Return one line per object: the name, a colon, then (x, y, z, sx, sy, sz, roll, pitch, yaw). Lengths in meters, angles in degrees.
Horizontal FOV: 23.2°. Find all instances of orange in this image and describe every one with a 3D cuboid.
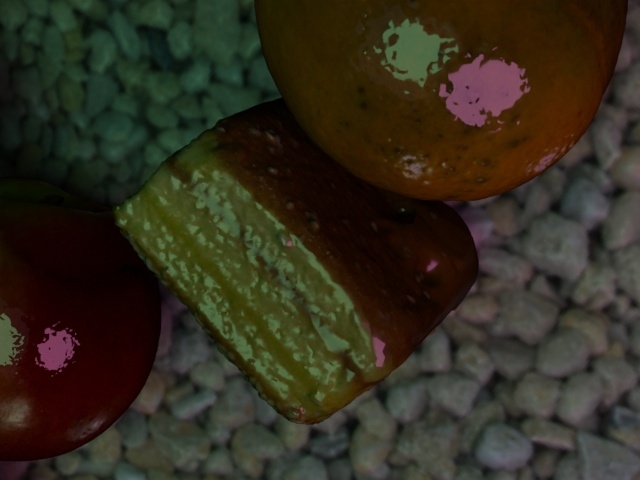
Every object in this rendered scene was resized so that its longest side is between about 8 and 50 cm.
orange: (0.076, -0.144, 0.937, 0.240, 0.171, 0.240, 4, 72, -14)

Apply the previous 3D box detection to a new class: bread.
bread: (0.000, 0.000, 0.985, 0.110, 0.234, 0.184, -41, 89, 22)

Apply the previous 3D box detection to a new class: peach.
peach: (-0.200, 0.061, 1.076, 0.197, 0.197, 0.197, 3, 103, 14)
